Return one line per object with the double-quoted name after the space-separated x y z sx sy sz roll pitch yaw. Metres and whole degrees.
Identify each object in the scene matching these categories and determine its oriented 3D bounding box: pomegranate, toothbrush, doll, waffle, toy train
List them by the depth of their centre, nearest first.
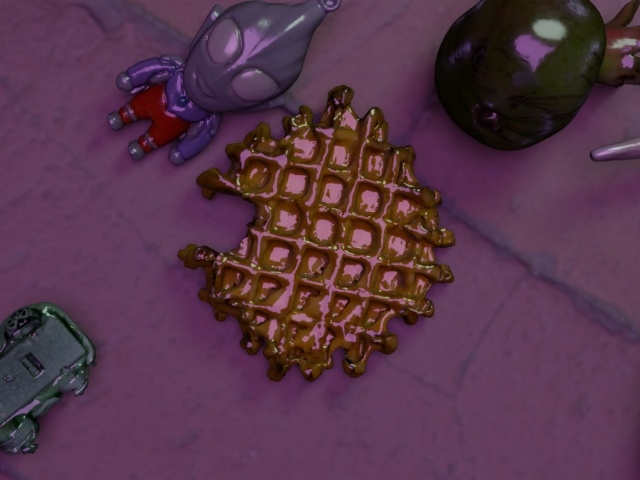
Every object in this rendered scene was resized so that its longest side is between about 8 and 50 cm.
-0.267 0.118 1.026 0.149 0.081 0.099 -46 122 -14 "toy train"
0.196 -0.149 1.031 0.191 0.152 0.131 -6 80 -23 "pomegranate"
-0.079 -0.149 1.051 0.228 0.075 0.102 -30 105 8 "doll"
0.000 0.000 1.057 0.229 0.051 0.231 -35 89 -6 "waffle"
0.373 -0.101 1.061 0.307 0.025 0.029 -10 80 -14 "toothbrush"
